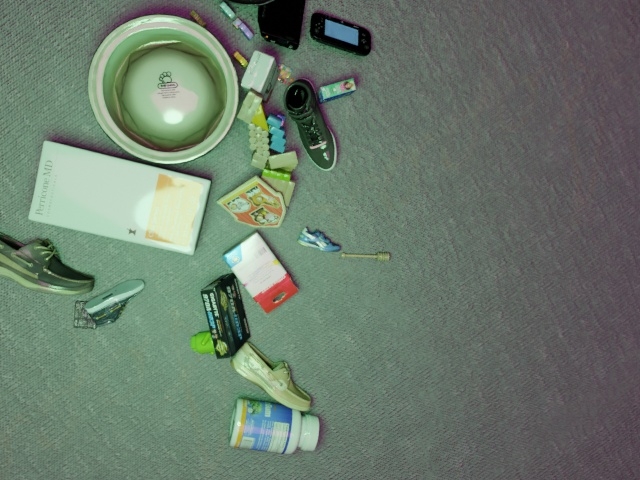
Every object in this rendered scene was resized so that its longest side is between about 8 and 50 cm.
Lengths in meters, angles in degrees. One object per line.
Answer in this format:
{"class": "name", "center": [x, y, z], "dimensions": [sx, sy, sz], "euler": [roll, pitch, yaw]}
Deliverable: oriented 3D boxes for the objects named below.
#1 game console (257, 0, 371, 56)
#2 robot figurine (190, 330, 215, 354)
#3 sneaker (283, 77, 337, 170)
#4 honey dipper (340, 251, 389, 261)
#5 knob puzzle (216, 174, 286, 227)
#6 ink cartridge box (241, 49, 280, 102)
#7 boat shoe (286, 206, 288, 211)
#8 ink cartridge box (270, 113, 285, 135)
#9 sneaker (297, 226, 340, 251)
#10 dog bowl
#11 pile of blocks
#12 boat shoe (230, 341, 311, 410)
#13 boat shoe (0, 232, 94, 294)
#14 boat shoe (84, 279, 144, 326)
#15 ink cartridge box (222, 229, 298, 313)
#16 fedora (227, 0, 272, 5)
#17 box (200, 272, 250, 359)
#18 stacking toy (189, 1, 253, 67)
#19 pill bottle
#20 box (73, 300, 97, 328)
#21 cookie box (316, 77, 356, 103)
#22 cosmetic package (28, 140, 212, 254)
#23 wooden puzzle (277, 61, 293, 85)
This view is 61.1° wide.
{"class": "game console", "center": [-0.011, -0.658, 1.632], "dimensions": [0.361, 0.044, 0.213], "euler": [11, 74, -19]}
{"class": "robot figurine", "center": [-0.349, 0.320, 1.709], "dimensions": [0.115, 0.101, 0.067], "euler": [-8, 56, 5]}
{"class": "sneaker", "center": [-0.037, -0.345, 1.631], "dimensions": [0.105, 0.147, 0.295], "euler": [-17, 98, 17]}
{"class": "honey dipper", "center": [0.146, 0.053, 1.787], "dimensions": [0.161, 0.030, 0.030], "euler": [1, 97, -8]}
{"class": "knob puzzle", "center": [-0.192, -0.093, 1.655], "dimensions": [0.213, 0.030, 0.213], "euler": [2, 137, 2]}
{"class": "ink cartridge box", "center": [-0.174, -0.479, 1.596], "dimensions": [0.063, 0.150, 0.109], "euler": [23, 94, 1]}
{"class": "boat shoe", "center": [-0.153, -0.106, 1.715], "dimensions": [0.100, 0.035, 0.035], "euler": [-6, 71, -5]}
{"class": "ink cartridge box", "center": [-0.135, -0.345, 1.676], "dimensions": [0.028, 0.048, 0.083], "euler": [16, 94, -11]}
{"class": "sneaker", "center": [0.000, 0.000, 1.743], "dimensions": [0.144, 0.053, 0.059], "euler": [16, 92, -12]}
{"class": "dog bowl", "center": [-0.438, -0.422, 1.563], "dimensions": [0.408, 0.150, 0.407], "euler": [-1, 97, -9]}
{"class": "pile of blocks", "center": [-0.148, -0.283, 1.618], "dimensions": [0.149, 0.112, 0.362], "euler": [-8, 121, 2]}
{"class": "boat shoe", "center": [-0.142, 0.440, 1.750], "dimensions": [0.302, 0.109, 0.098], "euler": [36, 91, -7]}
{"class": "boat shoe", "center": [-0.831, 0.061, 1.567], "dimensions": [0.356, 0.132, 0.130], "euler": [19, 94, -13]}
{"class": "boat shoe", "center": [-0.618, 0.190, 1.661], "dimensions": [0.183, 0.065, 0.083], "euler": [-26, 127, -17]}
{"class": "ink cartridge box", "center": [-0.188, 0.099, 1.709], "dimensions": [0.134, 0.078, 0.231], "euler": [-35, 102, -3]}
{"class": "fedora", "center": [-0.213, -0.830, 1.505], "dimensions": [0.334, 0.152, 0.333], "euler": [1, 78, -5]}
{"class": "box", "center": [-0.288, 0.227, 1.658], "dimensions": [0.051, 0.175, 0.220], "euler": [-10, 99, 14]}
{"class": "stacking toy", "center": [-0.252, -0.653, 1.615], "dimensions": [0.221, 0.052, 0.167], "euler": [43, 88, -12]}
{"class": "pill bottle", "center": [-0.149, 0.601, 1.744], "dimensions": [0.272, 0.152, 0.152], "euler": [12, 95, -12]}
{"class": "box", "center": [-0.719, 0.229, 1.665], "dimensions": [0.067, 0.018, 0.083], "euler": [5, 96, -10]}
{"class": "cookie box", "center": [0.047, -0.460, 1.671], "dimensions": [0.107, 0.092, 0.040], "euler": [-19, 98, -7]}
{"class": "cosmetic package", "center": [-0.564, -0.122, 1.574], "dimensions": [0.453, 0.161, 0.230], "euler": [12, 95, -10]}
{"class": "wooden puzzle", "center": [-0.118, -0.518, 1.678], "dimensions": [0.083, 0.006, 0.049], "euler": [27, 92, -12]}
